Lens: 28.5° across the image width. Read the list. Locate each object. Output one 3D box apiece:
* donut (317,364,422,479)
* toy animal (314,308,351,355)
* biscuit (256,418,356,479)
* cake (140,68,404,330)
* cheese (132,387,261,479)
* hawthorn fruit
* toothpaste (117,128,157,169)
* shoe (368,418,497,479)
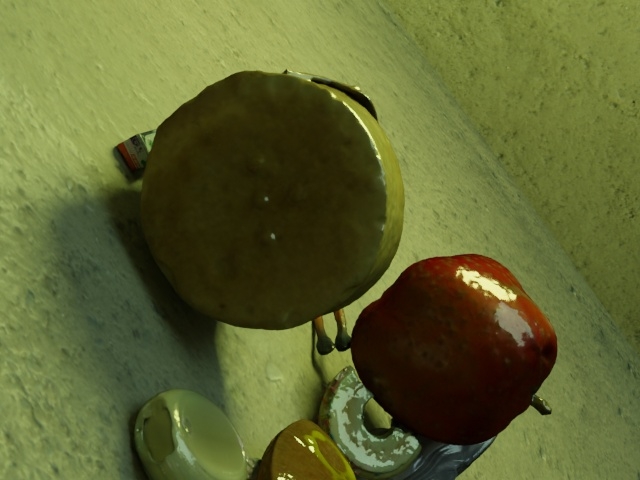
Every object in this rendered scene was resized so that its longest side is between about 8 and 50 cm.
[{"bbox_3d":[0.051,0.265,1.737,0.108,0.065,0.166,-43,98,-26],"label":"donut"},{"bbox_3d":[0.000,-0.008,1.938,0.302,0.225,0.284,-82,158,-75],"label":"toy animal"},{"bbox_3d":[0.038,0.336,1.461,0.277,0.052,0.262,49,17,-1],"label":"biscuit"},{"bbox_3d":[-0.043,-0.052,1.629,0.332,0.332,0.321,61,12,3],"label":"cake"},{"bbox_3d":[-0.118,0.244,1.412,0.227,0.064,0.137,36,33,-51],"label":"cheese"},{"bbox_3d":[0.204,0.160,1.805,0.299,0.275,0.275,36,17,11],"label":"hawthorn fruit"},{"bbox_3d":[-0.211,-0.132,1.719,0.047,0.040,0.196,64,21,-4],"label":"toothpaste"},{"bbox_3d":[0.167,0.297,1.890,0.138,0.095,0.245,50,45,8],"label":"shoe"}]
